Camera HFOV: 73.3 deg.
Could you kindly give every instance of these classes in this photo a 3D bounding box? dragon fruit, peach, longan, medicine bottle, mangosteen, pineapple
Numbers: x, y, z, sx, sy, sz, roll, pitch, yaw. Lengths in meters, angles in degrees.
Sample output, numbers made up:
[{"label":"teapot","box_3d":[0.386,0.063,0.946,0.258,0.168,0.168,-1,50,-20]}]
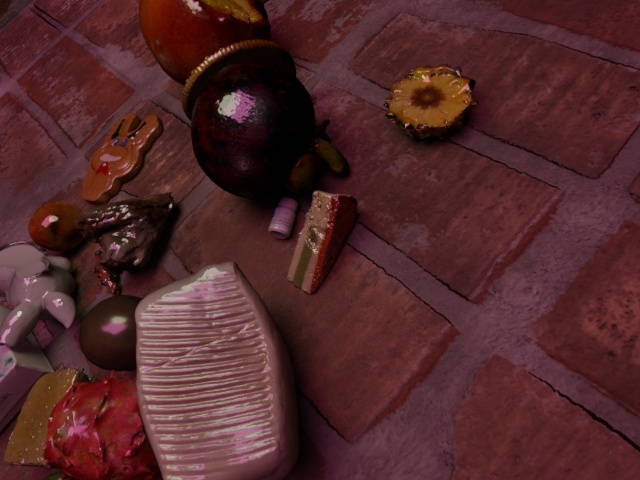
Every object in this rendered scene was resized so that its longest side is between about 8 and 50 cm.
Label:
[{"label":"dragon fruit","box_3d":[-0.375,0.366,0.818,0.268,0.205,0.210,29,56,-5]},{"label":"peach","box_3d":[-0.331,-0.596,1.232,0.335,0.310,0.406,-27,61,-39]},{"label":"longan","box_3d":[-0.428,0.201,0.942,0.189,0.189,0.189,-9,61,17]},{"label":"medicine bottle","box_3d":[-0.085,-0.052,1.001,0.052,0.052,0.089,6,66,24]},{"label":"mangosteen","box_3d":[-0.113,-0.235,0.970,0.359,0.306,0.306,19,71,12]},{"label":"pineapple","box_3d":[0.251,-0.311,0.988,0.224,0.076,0.225,-8,61,15]}]

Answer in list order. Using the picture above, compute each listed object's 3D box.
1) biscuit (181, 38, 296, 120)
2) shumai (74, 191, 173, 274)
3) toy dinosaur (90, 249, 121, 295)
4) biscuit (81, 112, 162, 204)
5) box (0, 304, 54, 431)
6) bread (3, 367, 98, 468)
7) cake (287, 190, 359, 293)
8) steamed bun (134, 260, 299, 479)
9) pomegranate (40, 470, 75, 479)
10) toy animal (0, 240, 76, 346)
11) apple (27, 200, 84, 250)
[{"label":"biscuit","box_3d":[-0.200,-0.378,1.076,0.305,0.305,0.038,-30,74,5]},{"label":"shumai","box_3d":[-0.486,-0.010,1.109,0.184,0.218,0.185,1,106,34]},{"label":"toy dinosaur","box_3d":[-0.557,0.082,1.116,0.049,0.055,0.154,-37,65,3]},{"label":"biscuit","box_3d":[-0.625,-0.261,1.330,0.202,0.047,0.334,14,70,27]},{"label":"box","box_3d":[-0.822,0.311,1.067,0.274,0.116,0.203,35,80,32]},{"label":"bread","box_3d":[-0.568,0.388,0.935,0.138,0.102,0.196,-8,58,15]},{"label":"cake","box_3d":[0.012,-0.003,0.946,0.086,0.116,0.220,24,107,33]},{"label":"steamed bun","box_3d":[-0.170,0.250,0.777,0.247,0.236,0.383,-23,64,-3]},{"label":"pomegranate","box_3d":[-0.503,0.512,0.834,0.130,0.130,0.130,-9,61,17]},{"label":"toy animal","box_3d":[-0.744,0.122,1.103,0.208,0.154,0.325,-20,39,-22]},{"label":"apple","box_3d":[-0.726,-0.037,1.197,0.146,0.146,0.146,-9,61,17]}]
